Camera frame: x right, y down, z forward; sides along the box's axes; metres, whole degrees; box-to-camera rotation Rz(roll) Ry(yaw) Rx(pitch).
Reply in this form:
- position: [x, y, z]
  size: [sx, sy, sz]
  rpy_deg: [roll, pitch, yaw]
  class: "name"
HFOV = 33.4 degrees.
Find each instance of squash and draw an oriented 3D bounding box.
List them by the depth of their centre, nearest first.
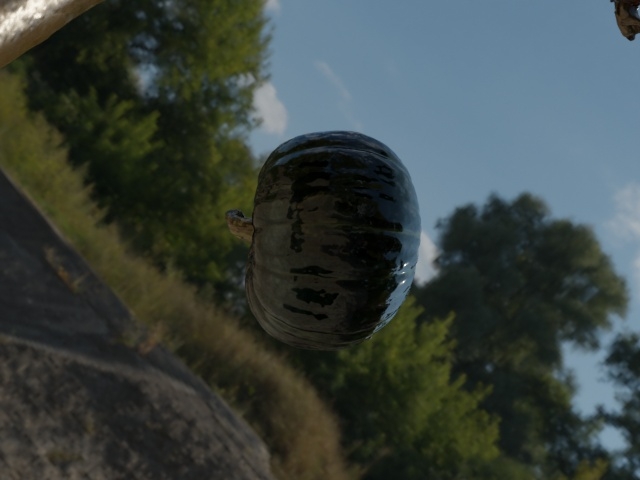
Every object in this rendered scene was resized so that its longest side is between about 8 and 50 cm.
- position: [0.005, 0.001, 1.013]
  size: [0.218, 0.172, 0.218]
  rpy_deg: [169, -90, -68]
  class: "squash"

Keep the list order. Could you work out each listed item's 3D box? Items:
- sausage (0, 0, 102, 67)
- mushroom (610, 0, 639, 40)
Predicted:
- position: [-0.194, -0.201, 0.729]
  size: [0.136, 0.501, 0.123]
  rpy_deg: [55, -36, -8]
  class: "sausage"
- position: [0.305, -0.260, 0.977]
  size: [0.080, 0.135, 0.170]
  rpy_deg: [-89, -178, -45]
  class: "mushroom"
